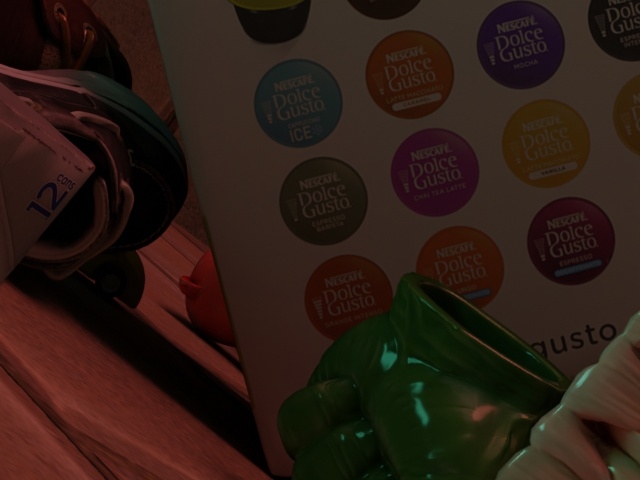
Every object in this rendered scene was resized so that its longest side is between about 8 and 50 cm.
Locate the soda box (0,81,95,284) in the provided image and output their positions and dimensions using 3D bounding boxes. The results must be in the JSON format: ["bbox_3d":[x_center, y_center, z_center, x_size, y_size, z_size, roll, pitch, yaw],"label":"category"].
[{"bbox_3d":[-0.211,-0.076,0.672,0.286,0.098,0.091,39,1,34],"label":"soda box"}]

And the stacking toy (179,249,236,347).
[{"bbox_3d":[0.000,0.000,1.765,0.130,0.279,0.309,27,-2,13],"label":"stacking toy"}]

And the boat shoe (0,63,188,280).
[{"bbox_3d":[-0.165,-0.030,1.082,0.119,0.121,0.335,47,14,26],"label":"boat shoe"}]

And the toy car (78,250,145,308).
[{"bbox_3d":[-0.233,-0.058,1.354,0.225,0.053,0.239,38,-1,37],"label":"toy car"}]

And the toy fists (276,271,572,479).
[{"bbox_3d":[0.091,0.141,0.924,0.279,0.142,0.096,38,12,28],"label":"toy fists"}]

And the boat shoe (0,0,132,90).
[{"bbox_3d":[-0.182,-0.119,1.207,0.123,0.123,0.342,27,-2,4],"label":"boat shoe"}]

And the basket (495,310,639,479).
[{"bbox_3d":[0.215,0.157,0.656,0.331,0.266,0.328,36,0,17],"label":"basket"}]

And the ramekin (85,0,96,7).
[{"bbox_3d":[-0.279,-0.239,1.480,0.148,0.303,0.303,45,1,13],"label":"ramekin"}]

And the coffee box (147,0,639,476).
[{"bbox_3d":[0.085,-0.065,1.261,0.338,0.337,0.334,-149,-135,-88],"label":"coffee box"}]
